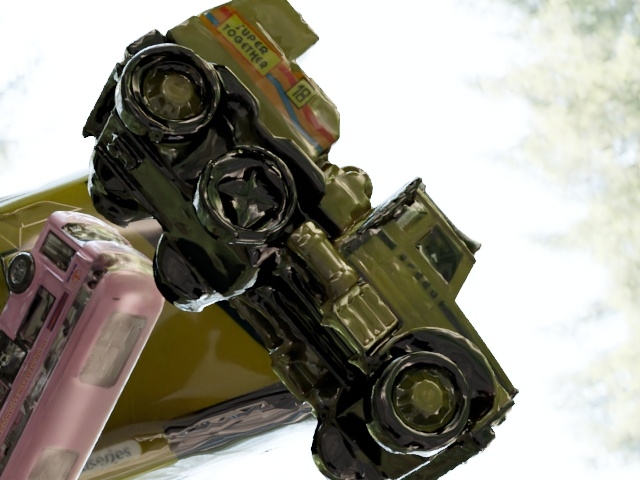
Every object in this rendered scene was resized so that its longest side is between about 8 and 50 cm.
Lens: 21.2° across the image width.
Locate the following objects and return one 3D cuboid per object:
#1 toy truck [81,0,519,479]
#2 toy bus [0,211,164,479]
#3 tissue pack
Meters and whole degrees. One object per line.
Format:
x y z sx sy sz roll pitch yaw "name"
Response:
-0.002 0.004 0.851 0.127 0.257 0.127 -34 -7 -27 "toy truck"
-0.167 0.087 1.022 0.063 0.090 0.203 18 -78 -46 "toy bus"
-0.200 0.091 1.432 0.417 0.264 0.253 -19 -10 0 "tissue pack"
